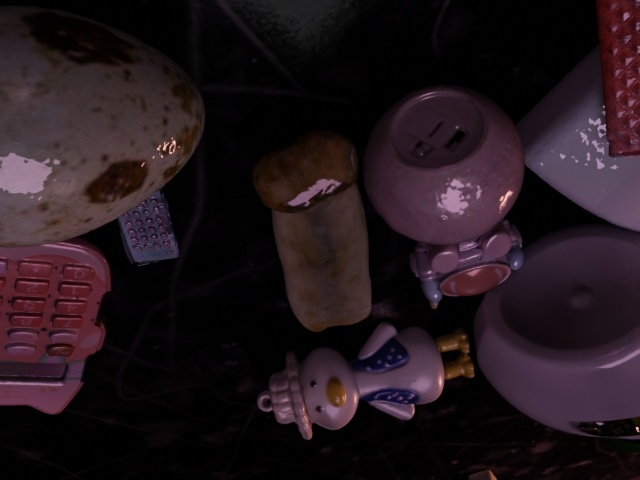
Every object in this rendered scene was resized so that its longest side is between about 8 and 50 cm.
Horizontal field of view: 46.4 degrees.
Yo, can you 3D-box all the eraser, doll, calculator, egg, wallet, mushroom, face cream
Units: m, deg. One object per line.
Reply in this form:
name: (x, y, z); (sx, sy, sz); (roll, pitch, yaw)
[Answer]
eraser: (0.341, -0.142, 0.668); (0.189, 0.104, 0.290); (21, 132, -27)
doll: (0.131, -0.029, 0.738); (0.151, 0.150, 0.287); (-19, 149, 7)
calculator: (-0.346, 0.089, 0.817); (0.220, 0.048, 0.329); (8, 136, -24)
calculator: (-0.178, -0.033, 0.730); (0.057, 0.018, 0.172); (-10, 141, -7)
egg: (-0.197, -0.082, 0.537); (0.231, 0.169, 0.169); (-9, 144, -20)
doll: (0.058, 0.184, 1.001); (0.293, 0.119, 0.138); (-12, 100, -2)
wallet: (0.275, -0.161, 0.592); (0.103, 0.020, 0.196); (-3, 116, 26)
mushroom: (0.000, 0.000, 0.779); (0.100, 0.081, 0.312); (-10, 147, 1)
face cream: (0.358, 0.123, 0.918); (0.313, 0.219, 0.357); (-18, 149, 25)

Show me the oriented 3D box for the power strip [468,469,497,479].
power strip: (0.386, 0.587, 1.635); (0.053, 0.093, 0.288); (-21, 142, 13)
